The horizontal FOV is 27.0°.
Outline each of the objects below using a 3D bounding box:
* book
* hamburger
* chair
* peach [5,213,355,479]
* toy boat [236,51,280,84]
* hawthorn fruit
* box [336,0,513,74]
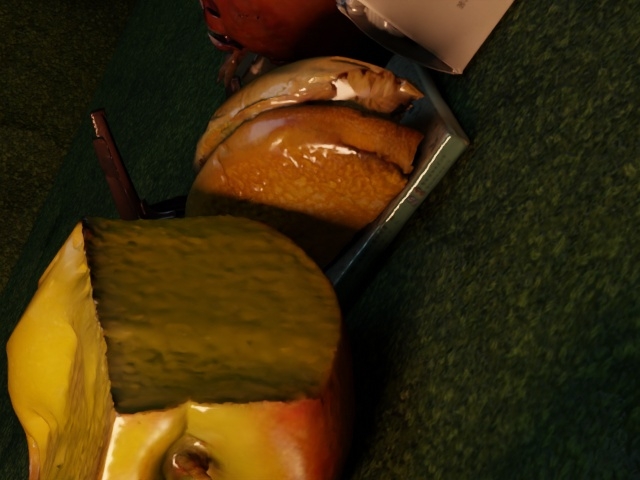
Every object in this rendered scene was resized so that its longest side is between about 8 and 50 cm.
[{"bbox_3d":[0.000,0.000,1.305,0.379,0.031,0.264,-53,20,17],"label":"book"},{"bbox_3d":[-0.031,-0.073,1.206,0.283,0.156,0.144,-44,24,42],"label":"hamburger"},{"bbox_3d":[-0.146,-0.002,1.552,0.175,0.183,0.326,-114,13,-66],"label":"chair"},{"bbox_3d":[-0.121,0.143,1.086,0.380,0.242,0.306,-127,48,-56],"label":"peach"},{"bbox_3d":[-0.060,-0.264,1.807,0.116,0.061,0.188,-33,32,51],"label":"toy boat"},{"bbox_3d":[-0.030,-0.300,1.484,0.307,0.276,0.276,-59,19,8],"label":"hawthorn fruit"},{"bbox_3d":[0.146,-0.333,1.271,0.333,0.145,0.173,-54,18,11],"label":"box"}]
